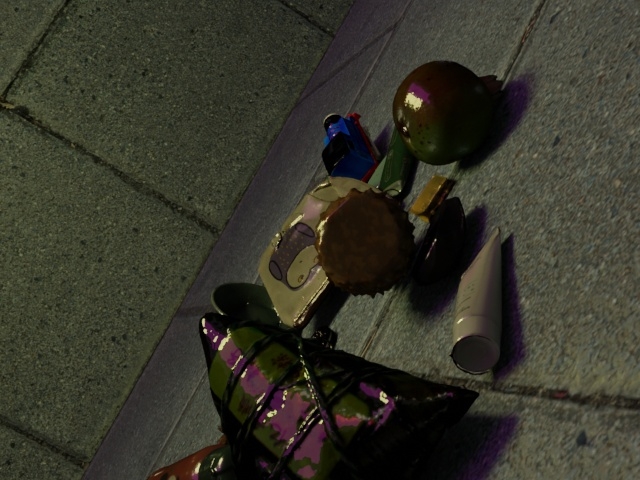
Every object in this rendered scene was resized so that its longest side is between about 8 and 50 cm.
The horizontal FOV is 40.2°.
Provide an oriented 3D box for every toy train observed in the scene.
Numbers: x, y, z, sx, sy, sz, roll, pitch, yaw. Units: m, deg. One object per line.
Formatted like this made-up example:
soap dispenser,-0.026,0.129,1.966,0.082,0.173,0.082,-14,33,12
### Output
toy train,0.063,-0.214,1.987,0.083,0.131,0.204,-51,37,28

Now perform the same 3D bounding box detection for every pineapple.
pineapple,0.084,0.011,1.418,0.169,0.169,0.340,-58,-10,1

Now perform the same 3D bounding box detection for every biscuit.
biscuit,-0.005,0.196,1.604,0.089,0.027,0.087,-51,15,24

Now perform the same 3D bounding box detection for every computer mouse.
computer mouse,0.185,0.004,1.304,0.099,0.057,0.172,113,-179,-49

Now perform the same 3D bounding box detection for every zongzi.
zongzi,-0.021,0.294,1.075,0.383,0.319,0.362,13,67,56

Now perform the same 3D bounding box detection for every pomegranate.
pomegranate,0.226,-0.223,1.477,0.209,0.180,0.180,-24,2,-22

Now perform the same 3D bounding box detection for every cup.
cup,-0.151,0.200,1.849,0.199,0.199,0.150,-94,20,-67

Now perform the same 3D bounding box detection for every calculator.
calculator,0.128,-0.131,1.859,0.153,0.021,0.095,-59,13,-17

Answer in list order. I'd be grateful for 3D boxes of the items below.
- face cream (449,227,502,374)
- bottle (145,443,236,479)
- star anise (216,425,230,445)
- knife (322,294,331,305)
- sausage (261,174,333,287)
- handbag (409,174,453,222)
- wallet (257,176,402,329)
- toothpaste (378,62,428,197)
face cream,0.202,0.074,1.113,0.092,0.058,0.244,-55,7,30
bottle,-0.197,0.433,1.530,0.336,0.144,0.144,-39,23,49
star anise,-0.175,0.384,1.753,0.141,0.042,0.141,-54,11,16
knife,0.026,0.065,1.794,0.078,0.022,0.166,-22,39,59
sausage,-0.049,0.022,2.028,0.372,0.082,0.082,-59,14,-1
handbag,0.191,-0.074,1.510,0.083,0.027,0.061,-56,13,2
wallet,0.003,0.002,1.733,0.335,0.068,0.275,-52,32,3
toothpaste,0.183,-0.228,1.808,0.099,0.061,0.392,-39,27,52
